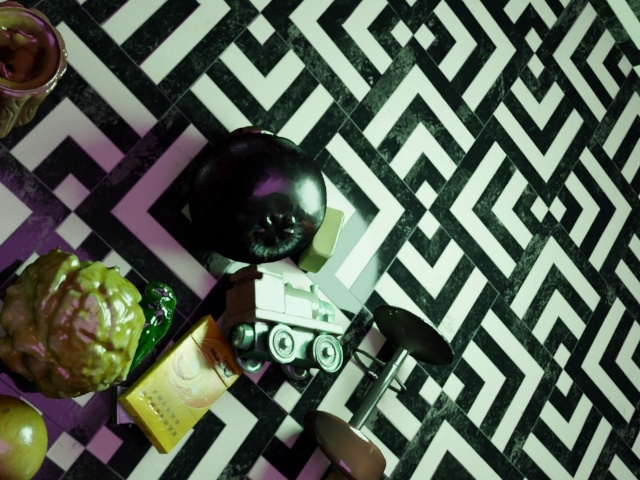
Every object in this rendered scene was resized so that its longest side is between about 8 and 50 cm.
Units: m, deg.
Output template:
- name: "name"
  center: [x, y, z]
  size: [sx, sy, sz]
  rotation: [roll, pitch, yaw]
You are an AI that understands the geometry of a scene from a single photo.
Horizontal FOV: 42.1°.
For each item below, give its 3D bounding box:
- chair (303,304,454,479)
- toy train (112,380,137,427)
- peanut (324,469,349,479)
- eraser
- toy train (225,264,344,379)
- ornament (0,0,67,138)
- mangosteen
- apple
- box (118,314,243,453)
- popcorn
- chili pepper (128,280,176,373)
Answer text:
- name: "chair"
  center: [0.116, 0.366, 1.903]
  size: [0.226, 0.226, 0.401]
  rotation: [47, 62, -20]
- name: "toy train"
  center: [-0.393, 0.332, 1.683]
  size: [0.056, 0.038, 0.093]
  rotation: [3, 83, -31]
- name: "peanut"
  center: [0.005, 0.623, 1.875]
  size: [0.263, 0.101, 0.117]
  rotation: [-39, 125, -31]
- name: "eraser"
  center: [0.000, 0.000, 1.897]
  size: [0.058, 0.172, 0.117]
  rotation: [20, 73, -6]
- name: "toy train"
  center: [-0.073, 0.187, 1.849]
  size: [0.304, 0.150, 0.222]
  rotation: [18, 60, -41]
- name: "ornament"
  center: [-0.575, -0.321, 1.528]
  size: [0.221, 0.217, 0.235]
  rotation: [-10, 91, -32]
- name: "mangosteen"
  center: [-0.142, -0.100, 1.771]
  size: [0.300, 0.300, 0.301]
  rotation: [4, 82, -33]
- name: "apple"
  center: [-0.581, 0.361, 1.483]
  size: [0.182, 0.182, 0.155]
  rotation: [28, 41, -28]
- name: "box"
  center: [-0.282, 0.296, 1.733]
  size: [0.269, 0.043, 0.152]
  rotation: [-45, 112, -41]
- name: "popcorn"
  center: [-0.452, 0.150, 1.521]
  size: [0.282, 0.282, 0.247]
  rotation: [35, 52, -26]
- name: "chili pepper"
  center: [-0.373, 0.188, 1.699]
  size: [0.098, 0.061, 0.224]
  rotation: [42, 63, -23]
